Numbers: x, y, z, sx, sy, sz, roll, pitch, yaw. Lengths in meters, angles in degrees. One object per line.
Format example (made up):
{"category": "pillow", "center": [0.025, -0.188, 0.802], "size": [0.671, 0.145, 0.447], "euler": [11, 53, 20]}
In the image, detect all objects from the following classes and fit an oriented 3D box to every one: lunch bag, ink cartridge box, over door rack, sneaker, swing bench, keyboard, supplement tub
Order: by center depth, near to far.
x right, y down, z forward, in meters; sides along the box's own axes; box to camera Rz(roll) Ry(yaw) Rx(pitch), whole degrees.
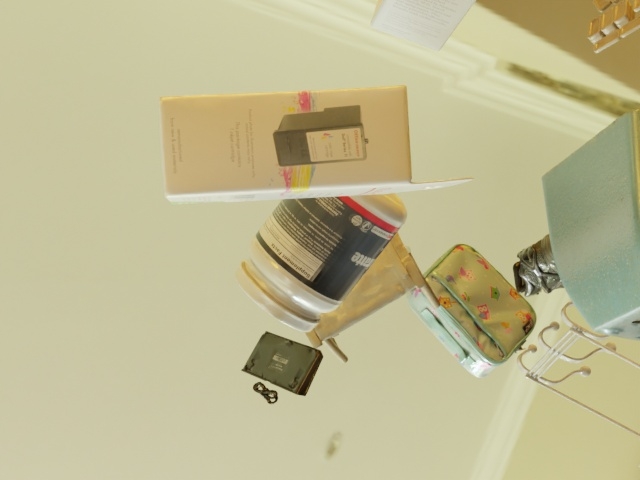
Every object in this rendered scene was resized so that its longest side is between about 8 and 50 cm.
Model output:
{"category": "ink cartridge box", "center": [-0.010, -0.113, 1.285], "size": [0.207, 0.354, 0.119], "euler": [175, 91, -84]}
{"category": "keyboard", "center": [-0.067, 0.210, 1.711], "size": [0.023, 0.180, 0.108], "euler": [37, -104, -30]}
{"category": "supplement tub", "center": [0.000, 0.000, 1.816], "size": [0.272, 0.191, 0.191], "euler": [-53, -29, 11]}
{"category": "over door rack", "center": [0.536, 0.250, 1.909], "size": [0.108, 0.324, 0.239], "euler": [-47, -11, -29]}
{"category": "sneaker", "center": [0.432, 0.057, 1.911], "size": [0.228, 0.130, 0.087], "euler": [19, -123, -40]}
{"category": "swing bench", "center": [0.088, 0.108, 2.188], "size": [0.253, 0.165, 0.255], "euler": [-30, -19, 5]}
{"category": "lunch bag", "center": [0.340, 0.159, 2.381], "size": [0.224, 0.279, 0.108], "euler": [-38, -8, -42]}

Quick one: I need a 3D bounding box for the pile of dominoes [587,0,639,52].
{"category": "pile of dominoes", "center": [0.620, -0.453, 2.008], "size": [0.040, 0.251, 0.196], "euler": [40, -136, -23]}

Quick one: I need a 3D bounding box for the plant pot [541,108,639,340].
{"category": "plant pot", "center": [0.468, 0.005, 1.465], "size": [0.247, 0.248, 0.252], "euler": [135, 144, -63]}

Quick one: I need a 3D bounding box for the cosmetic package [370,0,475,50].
{"category": "cosmetic package", "center": [0.248, -0.571, 2.001], "size": [0.453, 0.162, 0.230], "euler": [129, 158, -69]}
